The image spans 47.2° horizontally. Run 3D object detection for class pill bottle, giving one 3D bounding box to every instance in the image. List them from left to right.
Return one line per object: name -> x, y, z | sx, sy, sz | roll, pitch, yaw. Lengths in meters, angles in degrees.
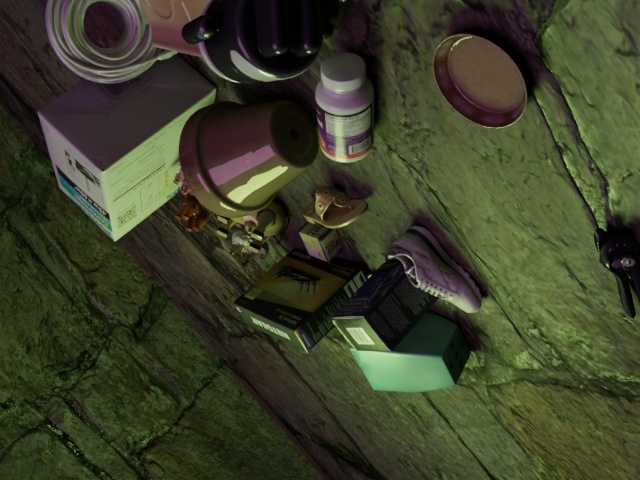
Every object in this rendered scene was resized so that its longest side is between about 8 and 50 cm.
pill bottle -> 0.046, -0.246, 1.354 | 0.108, 0.108, 0.193 | 32, 152, 25

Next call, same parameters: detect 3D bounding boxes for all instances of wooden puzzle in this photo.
wooden puzzle -> -0.287, -0.541, 1.437 | 0.322, 0.080, 0.348 | 23, 140, 42

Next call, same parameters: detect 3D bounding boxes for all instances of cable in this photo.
cable -> -0.474, -0.478, 1.619 | 0.089, 0.257, 0.257 | 26, 147, 59

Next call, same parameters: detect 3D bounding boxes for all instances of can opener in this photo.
can opener -> 0.504, 0.056, 1.199 | 0.059, 0.073, 0.186 | -24, 119, 22

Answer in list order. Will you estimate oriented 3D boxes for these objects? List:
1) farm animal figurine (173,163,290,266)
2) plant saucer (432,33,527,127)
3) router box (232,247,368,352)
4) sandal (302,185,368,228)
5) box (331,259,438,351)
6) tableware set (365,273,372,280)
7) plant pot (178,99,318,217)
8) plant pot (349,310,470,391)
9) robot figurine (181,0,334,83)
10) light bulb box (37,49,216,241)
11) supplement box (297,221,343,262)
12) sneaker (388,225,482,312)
farm animal figurine -> -0.219, -0.114, 1.909 | 0.327, 0.172, 0.330 | 36, 148, -9
plant saucer -> 0.250, -0.250, 1.132 | 0.168, 0.029, 0.168 | 34, 152, 21
router box -> -0.052, 0.146, 1.914 | 0.309, 0.243, 0.081 | 14, 140, 53
sandal -> 0.010, -0.085, 1.675 | 0.079, 0.088, 0.240 | 48, 160, -21
box -> 0.153, 0.146, 1.668 | 0.108, 0.207, 0.153 | 51, 153, -13
tableware set -> 0.146, 0.141, 1.889 | 0.168, 0.020, 0.141 | 49, 154, -8
plant pot -> -0.136, -0.198, 1.578 | 0.229, 0.263, 0.263 | -15, 118, 42
plant pot -> 0.232, 0.267, 1.793 | 0.234, 0.166, 0.165 | 0, 132, 39
robot figurine -> -0.104, -0.362, 1.260 | 0.209, 0.173, 0.278 | 36, 169, -29
light bulb box -> -0.468, -0.247, 1.834 | 0.225, 0.358, 0.361 | 42, 154, 10
supplement box -> 0.000, 0.000, 1.854 | 0.083, 0.056, 0.083 | 21, 146, 41
sneaker -> 0.244, 0.080, 1.565 | 0.235, 0.095, 0.090 | 45, 153, -3
